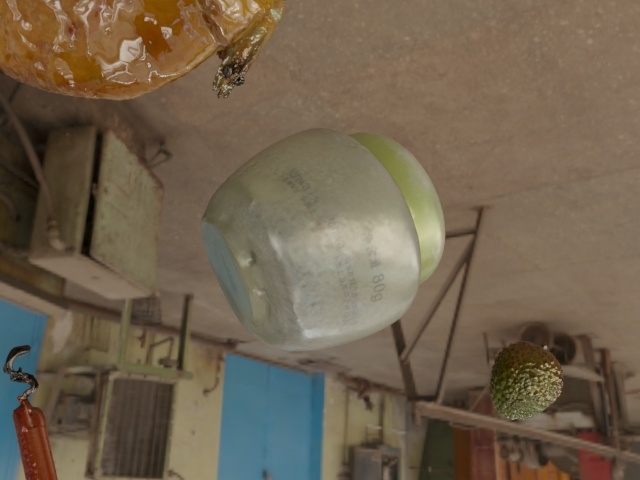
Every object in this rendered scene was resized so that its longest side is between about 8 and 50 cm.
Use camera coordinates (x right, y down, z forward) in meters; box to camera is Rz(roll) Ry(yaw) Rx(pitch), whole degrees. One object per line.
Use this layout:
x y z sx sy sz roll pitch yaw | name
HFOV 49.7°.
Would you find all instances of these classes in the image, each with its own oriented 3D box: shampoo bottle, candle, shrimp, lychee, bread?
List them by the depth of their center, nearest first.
-0.129 -0.221 0.408 0.269 0.268 0.145 -3 -167 11 | bread
-0.172 0.143 0.423 0.026 0.167 0.021 -37 155 34 | candle
-0.101 -0.257 0.860 0.099 0.180 0.041 7 158 29 | shrimp
0.000 0.000 1.032 0.317 0.322 0.322 -27 175 -31 | shampoo bottle
0.324 0.217 1.091 0.114 0.146 0.114 32 150 20 | lychee
